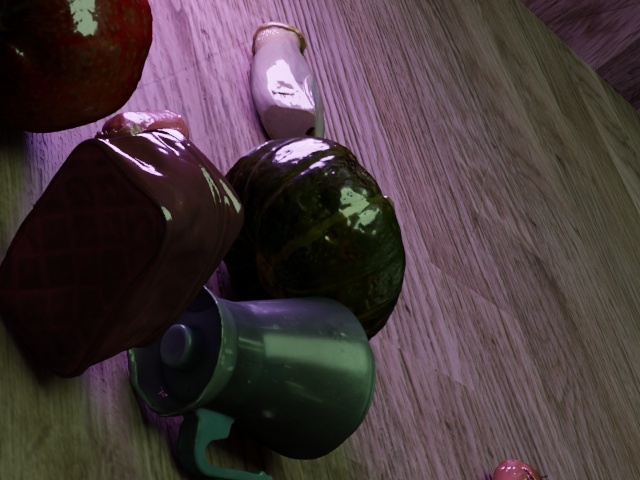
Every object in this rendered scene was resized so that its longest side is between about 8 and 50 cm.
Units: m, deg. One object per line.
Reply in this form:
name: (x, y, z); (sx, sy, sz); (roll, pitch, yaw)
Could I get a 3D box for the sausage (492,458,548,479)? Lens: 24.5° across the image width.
sausage: (0.247, 0.375, 1.844); (0.327, 0.079, 0.087); (-74, 151, -63)

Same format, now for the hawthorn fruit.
hawthorn fruit: (-0.274, -0.211, 1.516); (0.215, 0.215, 0.249); (58, 16, 11)

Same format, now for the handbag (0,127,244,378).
handbag: (-0.182, 0.008, 1.326); (0.146, 0.225, 0.135); (44, 27, 16)

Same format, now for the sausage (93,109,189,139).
sausage: (-0.199, -0.112, 1.664); (0.076, 0.076, 0.141); (58, 21, 9)

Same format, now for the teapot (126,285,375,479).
teapot: (-0.069, 0.140, 1.478); (0.225, 0.171, 0.203); (18, 71, -45)

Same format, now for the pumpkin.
pumpkin: (0.002, -0.002, 1.675); (0.260, 0.189, 0.260); (45, -26, 29)

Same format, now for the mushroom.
mushroom: (-0.050, -0.219, 2.089); (0.108, 0.096, 0.247); (10, 40, -25)
